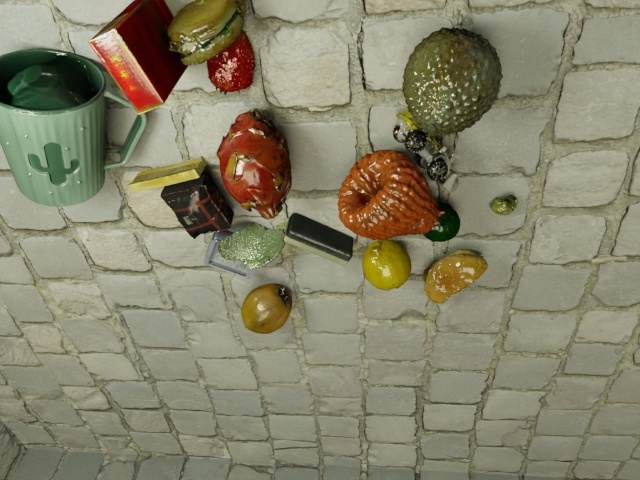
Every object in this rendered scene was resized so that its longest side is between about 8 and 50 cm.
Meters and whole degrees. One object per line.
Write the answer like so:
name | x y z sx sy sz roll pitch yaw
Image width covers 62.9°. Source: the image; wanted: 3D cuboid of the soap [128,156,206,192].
soap | -0.505 -0.218 1.726 0.251 0.092 0.037 -10 124 15

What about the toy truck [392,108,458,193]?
toy truck | 0.323 -0.270 1.557 0.111 0.136 0.286 -40 119 10

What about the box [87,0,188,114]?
box | -0.442 -0.488 1.338 0.089 0.313 0.197 -16 127 19

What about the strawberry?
strawberry | -0.248 -0.496 1.475 0.146 0.082 0.187 18 126 -17

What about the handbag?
handbag | -0.403 -0.120 1.755 0.169 0.155 0.215 -19 128 13

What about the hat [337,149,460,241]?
hat | 0.261 -0.117 1.672 0.285 0.285 0.400 -35 145 31

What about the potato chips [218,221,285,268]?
potato chips | -0.243 0.014 1.857 0.228 0.167 0.059 13 174 -3

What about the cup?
cup | -0.744 -0.316 1.541 0.400 0.310 0.392 15 136 -3

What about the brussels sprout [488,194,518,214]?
brussels sprout | 0.604 -0.113 1.705 0.085 0.058 0.085 -4 120 -7

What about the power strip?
power strip | 0.000 0.000 1.840 0.256 0.105 0.070 22 131 -12

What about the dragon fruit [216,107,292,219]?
dragon fruit | -0.197 -0.227 1.590 0.250 0.250 0.315 -14 130 18

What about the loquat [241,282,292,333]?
loquat | -0.208 0.264 2.052 0.234 0.176 0.187 -50 153 18

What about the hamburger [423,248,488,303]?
hamburger | 0.468 0.119 1.873 0.131 0.124 0.262 36 125 -22

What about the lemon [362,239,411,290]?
lemon | 0.231 0.083 1.839 0.173 0.174 0.206 -15 135 19

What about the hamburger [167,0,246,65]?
hamburger | -0.286 -0.550 1.357 0.215 0.189 0.122 -26 131 13

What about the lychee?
lychee | 0.337 -0.410 1.359 0.255 0.274 0.255 23 156 11

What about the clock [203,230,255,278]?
clock | -0.323 0.051 1.947 0.193 0.073 0.145 20 129 -10
